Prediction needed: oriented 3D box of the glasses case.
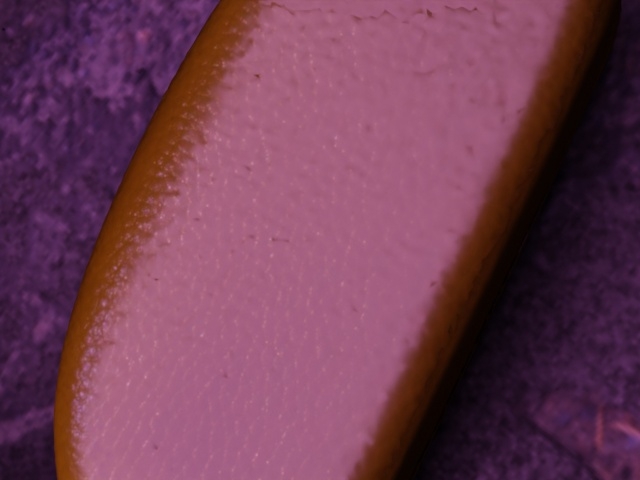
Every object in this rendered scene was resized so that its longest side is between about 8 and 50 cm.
[{"bbox_3d":[0.000,0.000,0.817,0.173,0.141,0.371,25,88,10],"label":"glasses case"}]
